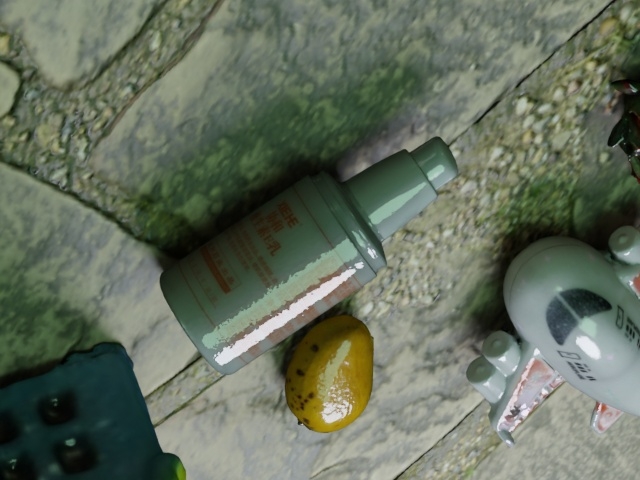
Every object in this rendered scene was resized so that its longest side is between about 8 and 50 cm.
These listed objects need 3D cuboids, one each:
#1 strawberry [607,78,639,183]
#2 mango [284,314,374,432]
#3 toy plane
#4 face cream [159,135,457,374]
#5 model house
[{"bbox_3d":[0.330,-0.090,1.415,0.140,0.085,0.192,-42,132,7],"label":"strawberry"},{"bbox_3d":[0.011,0.115,1.442,0.079,0.057,0.114,9,117,-20],"label":"mango"},{"bbox_3d":[0.250,0.088,1.490,0.252,0.118,0.252,-10,123,-15],"label":"toy plane"},{"bbox_3d":[0.000,0.000,1.323,0.252,0.101,0.101,-34,131,3],"label":"face cream"},{"bbox_3d":[-0.188,0.272,1.323,0.215,0.303,0.237,-20,130,-17],"label":"model house"}]
